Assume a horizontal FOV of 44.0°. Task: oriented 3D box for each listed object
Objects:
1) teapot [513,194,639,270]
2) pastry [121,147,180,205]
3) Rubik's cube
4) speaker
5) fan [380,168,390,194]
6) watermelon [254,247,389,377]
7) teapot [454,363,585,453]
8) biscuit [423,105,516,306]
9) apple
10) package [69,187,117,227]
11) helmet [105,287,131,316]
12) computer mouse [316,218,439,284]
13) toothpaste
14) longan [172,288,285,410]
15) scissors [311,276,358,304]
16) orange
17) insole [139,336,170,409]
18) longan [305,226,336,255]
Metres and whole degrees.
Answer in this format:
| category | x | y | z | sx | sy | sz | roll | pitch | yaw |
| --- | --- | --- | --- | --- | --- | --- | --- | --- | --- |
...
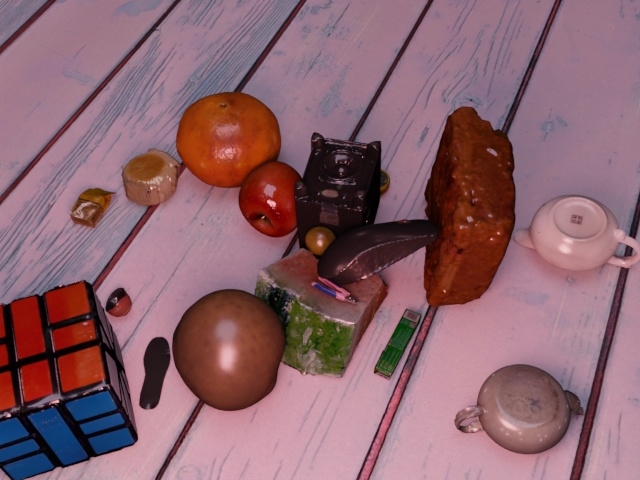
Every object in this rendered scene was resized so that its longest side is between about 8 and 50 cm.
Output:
| category | x | y | z | sx | sy | sz | roll | pitch | yaw |
| --- | --- | --- | --- | --- | --- | --- | --- | --- | --- |
| teapot | 0.642 | -0.006 | 1.954 | 0.300 | 0.165 | 0.208 | 22 | 48 | 9 |
| pastry | -0.458 | -0.170 | 2.135 | 0.166 | 0.088 | 0.165 | 0 | 53 | 0 |
| Rubik's cube | -0.562 | 0.292 | 1.656 | 0.284 | 0.288 | 0.293 | -14 | 55 | -8 |
| speaker | 0.052 | -0.106 | 1.971 | 0.184 | 0.254 | 0.232 | 9 | 52 | 10 |
| fan | 0.141 | -0.183 | 2.162 | 0.082 | 0.039 | 0.155 | -8 | 51 | -4 |
| watermelon | -0.008 | 0.140 | 1.842 | 0.264 | 0.151 | 0.302 | 24 | 57 | 19 |
| teapot | 0.427 | 0.361 | 1.679 | 0.295 | 0.129 | 0.193 | -9 | 53 | -3 |
| biscuit | 0.349 | -0.072 | 1.886 | 0.167 | 0.342 | 0.394 | 6 | 55 | 1 |
| apple | -0.117 | -0.104 | 2.021 | 0.181 | 0.181 | 0.168 | 25 | 52 | 19 |
| package | -0.605 | -0.099 | 2.109 | 0.071 | 0.047 | 0.131 | 15 | 56 | 16 |
| helmet | -0.480 | 0.154 | 1.908 | 0.065 | 0.049 | 0.084 | -39 | 25 | 10 |
| computer mouse | 0.122 | 0.004 | 1.789 | 0.295 | 0.087 | 0.168 | -26 | 16 | -7 |
| toothpaste | 0.179 | 0.238 | 1.835 | 0.043 | 0.037 | 0.178 | 24 | 56 | 14 |
| longan | -0.194 | 0.235 | 1.718 | 0.258 | 0.258 | 0.258 | -1 | 52 | 1 |
| scissors | 0.035 | 0.115 | 1.779 | 0.113 | 0.012 | 0.039 | 29 | 41 | 20 |
| orange | -0.247 | -0.273 | 2.128 | 0.284 | 0.226 | 0.283 | 1 | 46 | -1 |
| insole | -0.380 | 0.302 | 1.817 | 0.064 | 0.004 | 0.188 | 1 | 52 | 2 |
| longan | 0.000 | 0.000 | 1.884 | 0.075 | 0.075 | 0.083 | -11 | 11 | -7 |
